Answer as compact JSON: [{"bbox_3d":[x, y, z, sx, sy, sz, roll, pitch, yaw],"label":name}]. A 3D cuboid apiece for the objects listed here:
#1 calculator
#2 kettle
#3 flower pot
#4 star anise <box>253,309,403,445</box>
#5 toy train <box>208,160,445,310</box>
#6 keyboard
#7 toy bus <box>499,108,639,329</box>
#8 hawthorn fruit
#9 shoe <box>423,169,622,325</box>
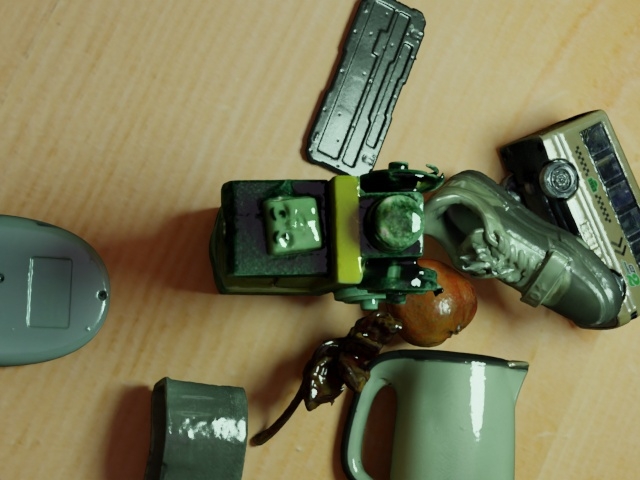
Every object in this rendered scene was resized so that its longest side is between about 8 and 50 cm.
[{"bbox_3d":[-0.401,0.059,1.573,0.299,0.041,0.185,5,84,-21],"label":"calculator"},{"bbox_3d":[0.146,0.271,1.710,0.240,0.165,0.255,3,85,8],"label":"kettle"},{"bbox_3d":[-0.158,0.287,1.616,0.108,0.103,0.229,8,82,-20],"label":"flower pot"},{"bbox_3d":[0.014,0.170,1.649,0.073,0.177,0.234,42,73,-4],"label":"star anise"},{"bbox_3d":[0.000,0.000,1.553,0.253,0.397,0.160,1,85,-8],"label":"toy train"},{"bbox_3d":[0.064,-0.210,1.779,0.106,0.016,0.262,24,79,-17],"label":"keyboard"},{"bbox_3d":[0.373,-0.028,1.819,0.157,0.139,0.289,-26,93,-20],"label":"toy bus"},{"bbox_3d":[0.145,0.081,1.737,0.128,0.128,0.128,1,86,-20],"label":"hawthorn fruit"},{"bbox_3d":[0.246,0.028,1.714,0.293,0.109,0.149,41,40,20],"label":"shoe"}]
